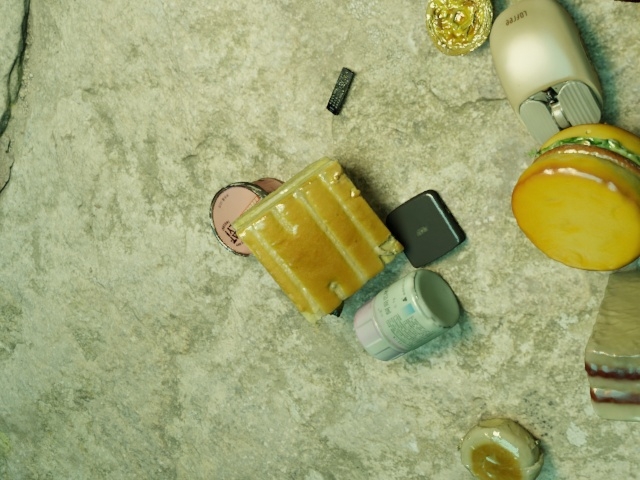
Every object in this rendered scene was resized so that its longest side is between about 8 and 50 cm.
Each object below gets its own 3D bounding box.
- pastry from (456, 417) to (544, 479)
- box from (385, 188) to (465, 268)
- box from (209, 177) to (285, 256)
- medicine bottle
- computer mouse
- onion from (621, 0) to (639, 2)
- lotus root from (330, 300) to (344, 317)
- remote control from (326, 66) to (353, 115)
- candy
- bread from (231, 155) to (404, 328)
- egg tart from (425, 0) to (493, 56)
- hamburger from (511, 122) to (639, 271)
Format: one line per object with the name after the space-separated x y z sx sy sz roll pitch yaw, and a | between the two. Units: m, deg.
0.350 0.419 1.595 0.165 0.088 0.166 12 113 30 | pastry
0.197 -0.023 1.563 0.126 0.027 0.125 -34 86 36 | box
-0.130 -0.058 1.676 0.151 0.135 0.151 9 112 24 | box
0.163 0.146 1.578 0.168 0.135 0.135 -38 87 35 | medicine bottle
0.364 -0.277 1.336 0.145 0.082 0.237 -20 96 33 | computer mouse
0.460 -0.446 1.184 0.173 0.135 0.198 -1 108 -8 | onion
0.002 0.063 1.673 0.191 0.094 0.108 56 149 -9 | lotus root
0.039 -0.284 1.564 0.034 0.016 0.091 42 124 30 | remote control
0.521 0.157 1.261 0.179 0.320 0.135 -6 108 28 | candy
0.000 0.000 1.553 0.239 0.111 0.246 -37 105 -1 | bread
0.238 -0.374 1.388 0.128 0.049 0.129 12 110 35 | egg tart
0.433 -0.077 1.308 0.246 0.170 0.246 26 148 18 | hamburger
